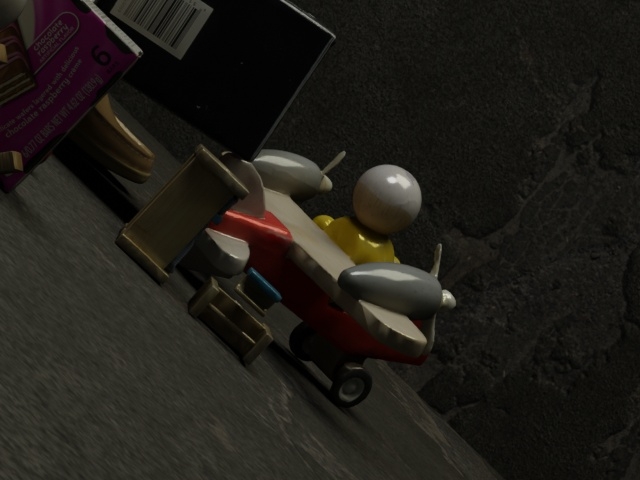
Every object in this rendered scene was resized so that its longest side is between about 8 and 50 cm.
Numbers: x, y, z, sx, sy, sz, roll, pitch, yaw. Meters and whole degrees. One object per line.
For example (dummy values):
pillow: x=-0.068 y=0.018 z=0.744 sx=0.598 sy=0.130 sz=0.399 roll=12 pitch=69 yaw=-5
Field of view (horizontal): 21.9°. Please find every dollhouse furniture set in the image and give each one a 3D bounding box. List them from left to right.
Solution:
dollhouse furniture set: x=-0.100 y=0.011 z=1.710 sx=0.183 sy=0.129 sz=0.129 roll=43 pitch=1 yaw=-8

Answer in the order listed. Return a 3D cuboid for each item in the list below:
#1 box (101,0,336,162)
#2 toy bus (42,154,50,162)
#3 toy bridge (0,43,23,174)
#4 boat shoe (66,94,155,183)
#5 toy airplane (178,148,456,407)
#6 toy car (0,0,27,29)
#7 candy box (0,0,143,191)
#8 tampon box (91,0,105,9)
box: x=-0.173 y=-0.269 z=1.944 sx=0.343 sy=0.179 sz=0.312 roll=34 pitch=8 yaw=-6
toy bus: x=-0.304 y=-0.173 z=1.609 sx=0.104 sy=0.202 sz=0.191 roll=11 pitch=19 yaw=-16
toy bridge: x=-0.278 y=-0.142 z=1.292 sx=0.026 sy=0.063 sz=0.188 roll=-13 pitch=94 yaw=-84
boat shoe: x=-0.326 y=-0.212 z=2.116 sx=0.341 sy=0.110 sz=0.121 roll=44 pitch=1 yaw=-16
toy airplane: x=0.000 y=0.000 z=2.025 sx=0.386 sy=0.272 sz=0.384 roll=45 pitch=2 yaw=7
toy car: x=-0.318 y=-0.207 z=1.213 sx=0.136 sy=0.182 sz=0.159 roll=23 pitch=-32 yaw=46
candy box: x=-0.282 y=-0.177 z=1.346 sx=0.233 sy=0.159 sz=0.071 roll=44 pitch=4 yaw=-7
tampon box: x=-0.281 y=-0.217 z=1.450 sx=0.161 sy=0.120 sz=0.101 roll=30 pitch=39 yaw=-6
